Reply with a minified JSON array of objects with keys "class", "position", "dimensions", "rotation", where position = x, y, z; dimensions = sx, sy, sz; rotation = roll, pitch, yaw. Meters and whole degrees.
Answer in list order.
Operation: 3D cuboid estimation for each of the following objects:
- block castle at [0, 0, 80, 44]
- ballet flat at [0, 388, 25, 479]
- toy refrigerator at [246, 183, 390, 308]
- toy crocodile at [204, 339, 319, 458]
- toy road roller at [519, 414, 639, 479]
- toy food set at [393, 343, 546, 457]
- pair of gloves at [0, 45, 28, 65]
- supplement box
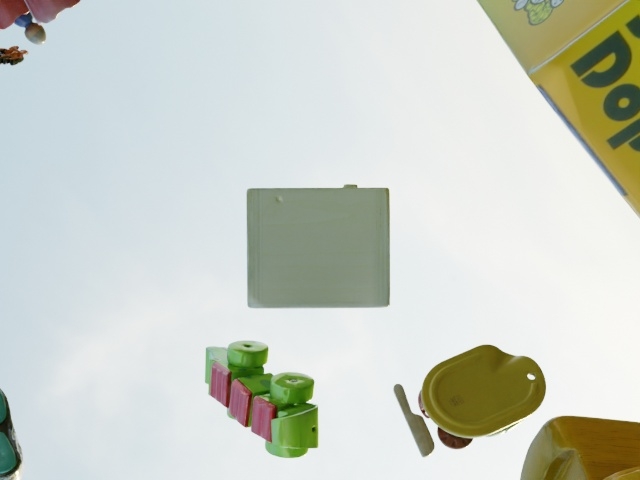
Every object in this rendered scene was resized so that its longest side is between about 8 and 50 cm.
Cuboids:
[{"class":"block castle","position":[-0.281,-0.472,1.521],"dimensions":[0.303,0.453,0.213],"rotation":[13,142,58]},{"class":"ballet flat","position":[-0.290,0.178,0.962],"dimensions":[0.041,0.041,0.114],"rotation":[34,-163,-44]},{"class":"toy refrigerator","position":[0.000,0.000,0.874],"dimensions":[0.269,0.102,0.094],"rotation":[4,-94,-89]},{"class":"toy crocodile","position":[-0.097,0.234,1.606],"dimensions":[0.105,0.115,0.340],"rotation":[-3,-163,-32]},{"class":"toy road roller","position":[0.242,0.298,0.894],"dimensions":[0.202,0.330,0.241],"rotation":[9,-139,-17]},{"class":"toy food set","position":[0.205,0.228,1.485],"dimensions":[0.071,0.217,0.128],"rotation":[92,153,-49]},{"class":"pair of gloves","position":[-0.410,-0.241,1.342],"dimensions":[0.083,0.010,0.074],"rotation":[26,-159,-3]},{"class":"supplement box","position":[0.215,-0.180,0.722],"dimensions":[0.194,0.195,0.357],"rotation":[43,-162,-29]}]
